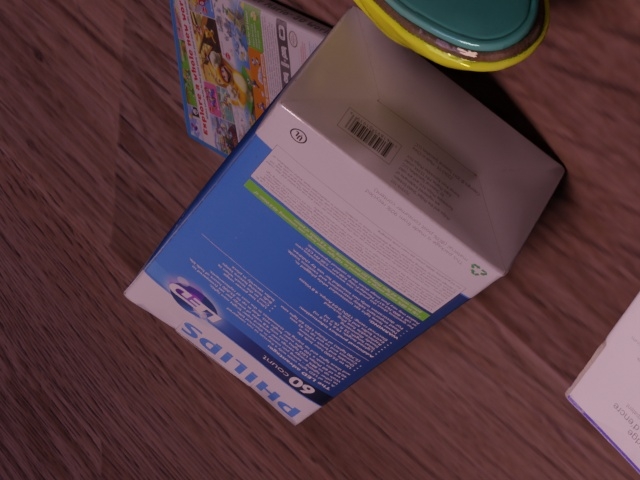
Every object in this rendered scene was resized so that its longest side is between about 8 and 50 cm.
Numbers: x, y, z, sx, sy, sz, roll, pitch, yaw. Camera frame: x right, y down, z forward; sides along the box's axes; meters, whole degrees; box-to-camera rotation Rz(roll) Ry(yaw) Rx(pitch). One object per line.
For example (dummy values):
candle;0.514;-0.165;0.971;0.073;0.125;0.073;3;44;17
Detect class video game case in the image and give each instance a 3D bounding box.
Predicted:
video game case;-0.029;-0.084;0.909;0.166;0.015;0.119;30;138;40

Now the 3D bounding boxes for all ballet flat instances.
ballet flat;0.026;-0.148;0.738;0.231;0.077;0.077;48;168;25

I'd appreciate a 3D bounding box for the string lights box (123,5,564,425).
string lights box;0.000;0.000;0.835;0.133;0.077;0.259;38;149;-6

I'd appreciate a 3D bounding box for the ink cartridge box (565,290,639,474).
ink cartridge box;0.218;0.076;0.652;0.206;0.045;0.208;48;145;19
